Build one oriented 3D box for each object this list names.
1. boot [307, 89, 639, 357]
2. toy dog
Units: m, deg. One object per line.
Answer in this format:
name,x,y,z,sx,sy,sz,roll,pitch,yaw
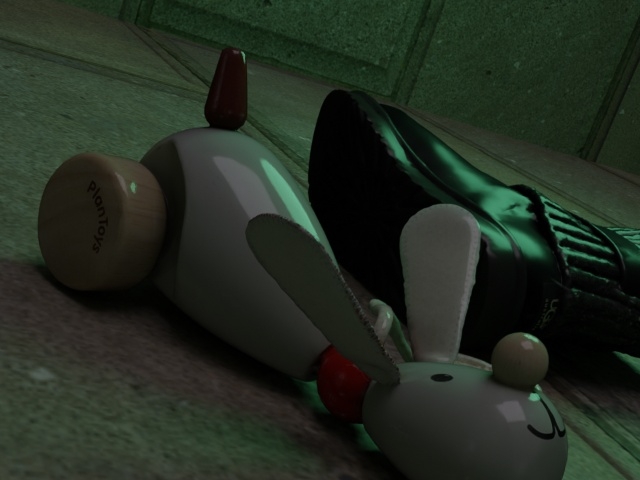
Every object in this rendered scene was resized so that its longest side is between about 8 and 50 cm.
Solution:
boot,0.153,-0.011,0.784,0.260,0.131,0.348,3,32,-29
toy dog,0.000,0.000,0.508,0.333,0.161,0.220,24,16,15
